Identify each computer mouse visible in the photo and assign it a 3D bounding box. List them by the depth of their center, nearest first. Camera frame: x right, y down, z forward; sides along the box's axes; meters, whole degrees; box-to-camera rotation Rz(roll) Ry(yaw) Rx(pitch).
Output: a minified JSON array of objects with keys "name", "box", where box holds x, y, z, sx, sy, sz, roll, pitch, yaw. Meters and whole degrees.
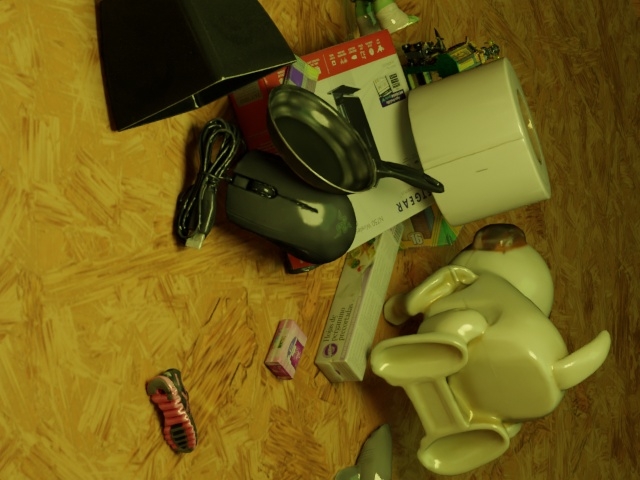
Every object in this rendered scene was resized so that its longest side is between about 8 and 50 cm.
[{"name":"computer mouse","box":[-0.056,-0.046,1.564,0.272,0.072,0.189,20,78,-24]}]

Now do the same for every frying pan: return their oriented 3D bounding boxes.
[{"name":"frying pan","box":[0.036,-0.138,1.622,0.326,0.053,0.197,-1,54,-54]}]

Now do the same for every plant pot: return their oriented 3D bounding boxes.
[{"name":"plant pot","box":[-0.177,-0.263,1.448,0.187,0.188,0.167,-28,96,-56]}]

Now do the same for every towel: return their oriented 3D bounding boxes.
[{"name":"towel","box":[-0.028,-0.230,1.647,0.060,0.009,0.083,31,58,-37]}]

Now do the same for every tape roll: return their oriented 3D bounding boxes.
[{"name":"tape roll","box":[0.265,-0.161,1.839,0.246,0.169,0.246,-17,90,-74]}]

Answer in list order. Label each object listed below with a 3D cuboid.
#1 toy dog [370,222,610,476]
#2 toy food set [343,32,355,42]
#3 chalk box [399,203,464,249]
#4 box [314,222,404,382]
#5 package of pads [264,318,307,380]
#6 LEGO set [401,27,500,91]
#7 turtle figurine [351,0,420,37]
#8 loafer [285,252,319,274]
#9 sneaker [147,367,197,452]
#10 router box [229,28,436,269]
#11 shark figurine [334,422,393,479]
[{"name":"toy dog","box":[0.294,0.137,1.946,0.285,0.395,0.408,54,27,-19]},{"name":"toy food set","box":[0.023,-0.248,1.877,0.132,0.038,0.192,60,45,-27]},{"name":"chalk box","box":[0.173,-0.107,2.018,0.132,0.132,0.213,-50,127,-49]},{"name":"box","box":[0.069,0.085,1.884,0.067,0.063,0.324,51,45,-40]},{"name":"package of pads","box":[-0.051,0.167,1.703,0.050,0.032,0.083,54,43,-38]},{"name":"LEGO set","box":[0.299,-0.257,2.130,0.192,0.255,0.331,-30,101,-27]},{"name":"turtle figurine","box":[0.099,-0.494,1.895,0.274,0.197,0.266,-40,112,-50]},{"name":"loafer","box":[0.000,0.000,1.790,0.170,0.062,0.061,-31,107,-57]},{"name":"sneaker","box":[-0.185,0.222,1.471,0.057,0.047,0.119,-54,131,-63]},{"name":"router box","box":[0.035,-0.153,1.767,0.335,0.082,0.301,-29,101,-47]},{"name":"shark figurine","box":[0.115,0.457,1.853,0.166,0.116,0.278,-9,91,-57]}]
